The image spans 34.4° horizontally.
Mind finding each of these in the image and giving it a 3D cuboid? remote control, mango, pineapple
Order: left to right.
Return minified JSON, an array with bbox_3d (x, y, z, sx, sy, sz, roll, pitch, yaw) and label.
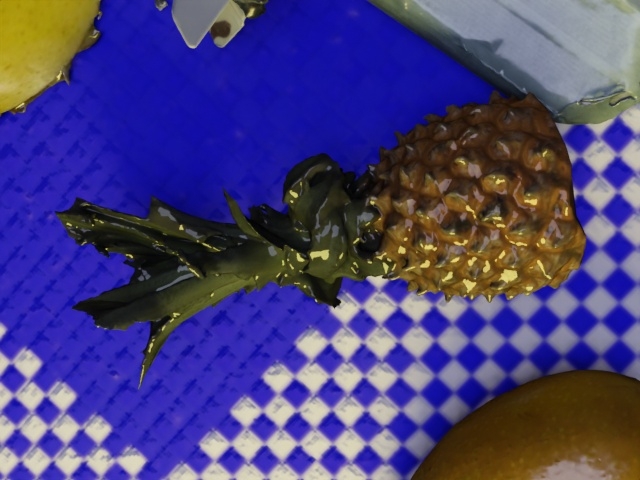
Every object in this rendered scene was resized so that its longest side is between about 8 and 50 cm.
[{"bbox_3d":[0.000,0.000,0.570,0.277,0.130,0.119,-14,101,10],"label":"pineapple"},{"bbox_3d":[0.086,-0.156,0.579,0.247,0.052,0.104,34,105,0],"label":"remote control"},{"bbox_3d":[0.115,0.166,0.601,0.136,0.099,0.227,39,110,-6],"label":"mango"}]

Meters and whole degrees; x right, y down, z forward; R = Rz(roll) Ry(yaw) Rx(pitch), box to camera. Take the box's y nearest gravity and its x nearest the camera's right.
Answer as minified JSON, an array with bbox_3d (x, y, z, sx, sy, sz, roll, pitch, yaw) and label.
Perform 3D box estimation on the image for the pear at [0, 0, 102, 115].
[{"bbox_3d":[-0.247,-0.190,0.557,0.266,0.178,0.267,0,97,3],"label":"pear"}]

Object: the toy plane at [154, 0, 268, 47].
[{"bbox_3d":[-0.076,-0.213,0.572,0.160,0.082,0.234,-34,72,53],"label":"toy plane"}]
